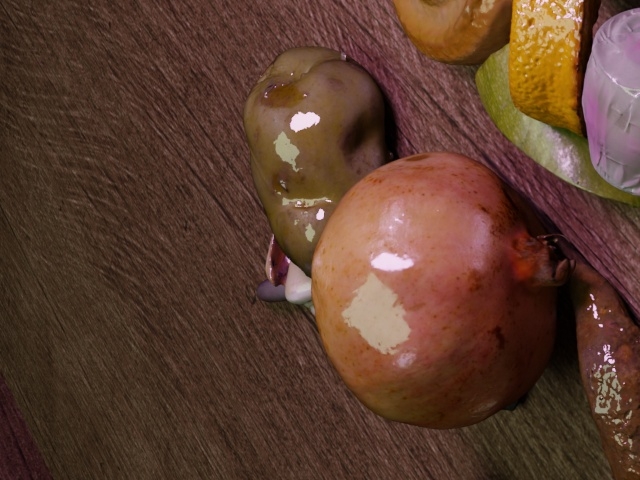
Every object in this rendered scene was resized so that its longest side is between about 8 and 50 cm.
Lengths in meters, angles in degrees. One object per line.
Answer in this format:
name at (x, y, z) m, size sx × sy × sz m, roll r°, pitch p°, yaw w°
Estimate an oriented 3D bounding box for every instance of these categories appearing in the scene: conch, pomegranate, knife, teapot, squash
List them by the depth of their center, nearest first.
teapot at (0.379, -0.130, 1.455) m, size 0.178 × 0.221 × 0.163 m, roll 94°, pitch -171°, yaw -47°
squash at (0.276, -0.113, 1.654) m, size 0.169 × 0.093 × 0.252 m, roll -41°, pitch 65°, yaw 55°
pomegranate at (0.156, 0.054, 1.709) m, size 0.338 × 0.338 × 0.338 m, roll 29°, pitch 125°, yaw 53°
conch at (0.008, 0.005, 2.163) m, size 0.158 × 0.127 × 0.255 m, roll -10°, pitch 65°, yaw 47°
knife at (-0.046, 0.065, 2.320) m, size 0.278 × 0.053 × 0.123 m, roll -16°, pitch 81°, yaw 59°

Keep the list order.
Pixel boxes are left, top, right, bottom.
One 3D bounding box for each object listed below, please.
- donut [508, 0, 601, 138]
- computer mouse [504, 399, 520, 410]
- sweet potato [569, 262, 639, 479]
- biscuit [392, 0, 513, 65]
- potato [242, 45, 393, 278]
donut at (0.261, -0.244, 1.515) m, size 0.101 × 0.152 × 0.259 m, roll 10°, pitch 97°, yaw 16°
computer mouse at (0.212, 0.145, 1.893) m, size 0.192 × 0.062 × 0.106 m, roll 66°, pitch 148°, yaw 18°
sweet potato at (0.353, 0.187, 1.635) m, size 0.114 × 0.092 × 0.342 m, roll 150°, pitch 106°, yaw -76°
biscuit at (0.166, -0.361, 1.718) m, size 0.296 × 0.102 × 0.296 m, roll 8°, pitch 99°, yaw 63°
potato at (-0.004, -0.106, 2.019) m, size 0.218 × 0.202 × 0.351 m, roll -7°, pitch 87°, yaw 48°
